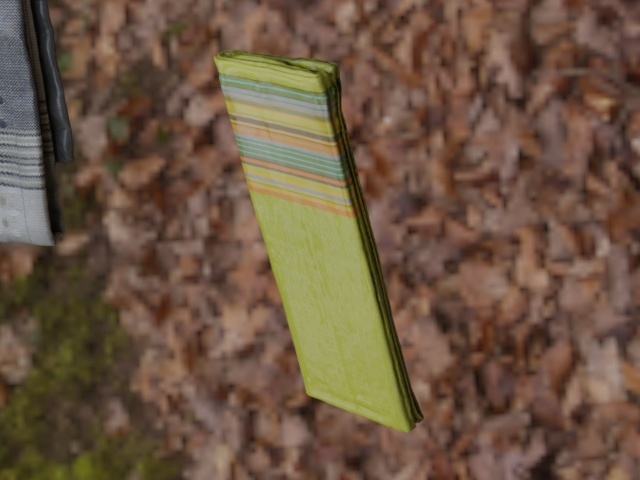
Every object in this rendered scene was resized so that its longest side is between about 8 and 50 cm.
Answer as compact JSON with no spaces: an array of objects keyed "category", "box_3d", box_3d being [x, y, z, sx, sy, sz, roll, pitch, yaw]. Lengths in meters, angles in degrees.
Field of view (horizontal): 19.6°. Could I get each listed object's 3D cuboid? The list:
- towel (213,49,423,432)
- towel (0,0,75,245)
[{"category":"towel","box_3d":[0.000,0.000,1.091,0.102,0.021,0.237,18,130,49]},{"category":"towel","box_3d":[-0.327,-0.149,1.304,0.056,0.324,0.312,-48,-40,-57]}]
